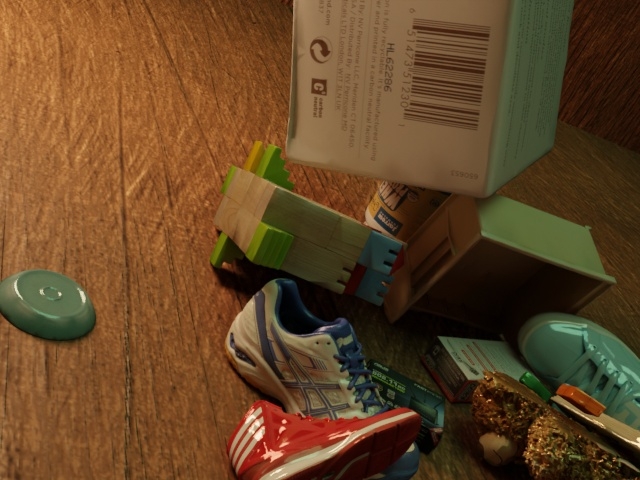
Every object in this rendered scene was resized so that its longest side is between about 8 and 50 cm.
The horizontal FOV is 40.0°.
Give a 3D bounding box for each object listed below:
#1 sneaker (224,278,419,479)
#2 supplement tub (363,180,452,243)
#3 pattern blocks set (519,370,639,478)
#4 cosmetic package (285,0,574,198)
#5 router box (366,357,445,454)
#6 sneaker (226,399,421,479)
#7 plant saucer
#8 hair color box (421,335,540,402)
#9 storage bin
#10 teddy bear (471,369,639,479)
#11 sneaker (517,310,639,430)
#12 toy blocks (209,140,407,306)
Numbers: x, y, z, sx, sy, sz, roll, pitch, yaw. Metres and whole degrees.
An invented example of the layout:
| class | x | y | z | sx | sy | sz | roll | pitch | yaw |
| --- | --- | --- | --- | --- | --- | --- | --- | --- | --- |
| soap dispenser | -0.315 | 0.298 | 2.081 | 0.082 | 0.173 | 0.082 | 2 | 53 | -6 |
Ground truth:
| class | x | y | z | sx | sy | sz | roll | pitch | yaw |
| --- | --- | --- | --- | --- | --- | --- | --- | --- | --- |
| sneaker | 0.013 | 0.169 | 1.074 | 0.296 | 0.131 | 0.112 | 39 | 25 | 15 |
| supplement tub | 0.170 | -0.063 | 1.584 | 0.144 | 0.200 | 0.144 | 24 | 25 | -12 |
| pattern blocks set | 0.418 | 0.277 | 1.213 | 0.325 | 0.026 | 0.285 | 30 | -12 | 46 |
| cosmetic package | 0.183 | -0.284 | 1.366 | 0.327 | 0.330 | 0.393 | 12 | 20 | 25 |
| router box | 0.107 | 0.221 | 1.182 | 0.122 | 0.038 | 0.092 | 29 | 25 | -3 |
| sneaker | -0.002 | 0.209 | 0.986 | 0.221 | 0.087 | 0.128 | -14 | 43 | -31 |
| plant saucer | -0.318 | 0.069 | 1.032 | 0.119 | 0.021 | 0.119 | 24 | 25 | -12 |
| hair color box | 0.247 | 0.200 | 1.354 | 0.167 | 0.053 | 0.093 | 10 | 33 | -38 |
| storage bin | 0.271 | 0.060 | 1.409 | 0.262 | 0.260 | 0.123 | 17 | 45 | -25 |
| teddy bear | 0.333 | 0.305 | 1.151 | 0.338 | 0.113 | 0.245 | 32 | 5 | 12 |
| sneaker | 0.467 | 0.244 | 1.351 | 0.366 | 0.135 | 0.150 | 35 | 10 | -4 |
| toy blocks | 0.000 | 0.000 | 1.282 | 0.260 | 0.191 | 0.381 | 24 | 3 | -17 |
